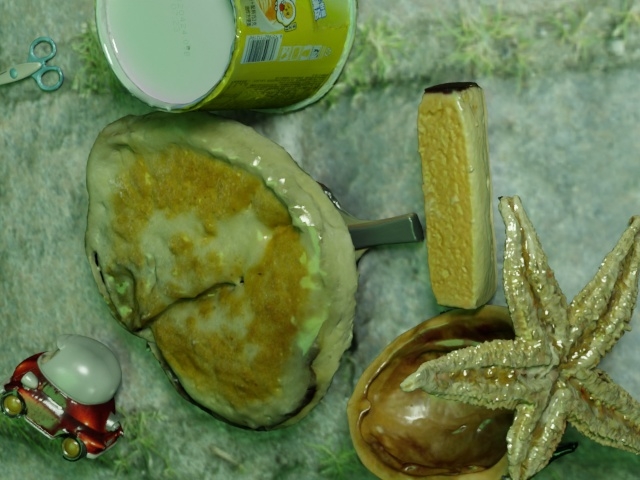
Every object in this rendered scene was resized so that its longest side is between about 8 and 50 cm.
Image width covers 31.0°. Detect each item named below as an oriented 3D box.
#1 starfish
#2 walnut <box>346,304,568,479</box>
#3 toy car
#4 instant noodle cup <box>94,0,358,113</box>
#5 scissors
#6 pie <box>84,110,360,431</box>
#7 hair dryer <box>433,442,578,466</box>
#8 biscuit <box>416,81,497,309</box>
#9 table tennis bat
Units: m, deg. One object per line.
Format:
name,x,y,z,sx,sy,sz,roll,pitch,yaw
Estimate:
starfish,0.192,0.077,0.871,0.048,0.295,0.231,-2,71,60
walnut,0.130,0.145,0.988,0.211,0.087,0.167,-10,59,39
toy car,-0.267,0.162,1.270,0.139,0.112,0.112,40,106,7
instant noodle cup,-0.088,-0.197,1.008,0.205,0.153,0.205,11,111,31
scissors,-0.328,-0.182,1.256,0.119,0.014,0.058,-11,96,32
pie,-0.105,0.027,1.113,0.339,0.077,0.339,16,117,36
hair dryer,0.162,0.203,1.031,0.150,0.047,0.071,-21,93,26
biscuit,0.119,-0.038,0.974,0.052,0.056,0.188,3,104,31
table tennis bat,0.000,0.000,1.087,0.220,0.019,0.130,-8,99,37
